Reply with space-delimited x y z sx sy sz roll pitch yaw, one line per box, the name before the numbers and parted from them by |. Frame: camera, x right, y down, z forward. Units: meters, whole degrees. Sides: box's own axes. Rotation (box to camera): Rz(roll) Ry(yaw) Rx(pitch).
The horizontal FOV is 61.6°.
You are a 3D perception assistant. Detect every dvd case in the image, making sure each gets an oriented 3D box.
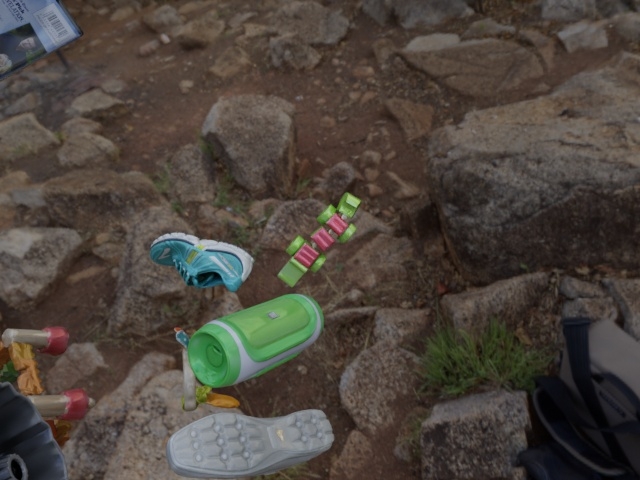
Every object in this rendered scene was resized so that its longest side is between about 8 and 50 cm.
dvd case | -0.478 -0.294 0.706 0.253 0.180 0.022 -39 24 -18

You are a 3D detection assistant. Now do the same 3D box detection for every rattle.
rattle | -0.278 0.306 1.301 0.143 0.130 0.199 -5 71 1

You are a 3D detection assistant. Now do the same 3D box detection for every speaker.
speaker | -0.118 0.192 1.078 0.131 0.131 0.296 7 12 33

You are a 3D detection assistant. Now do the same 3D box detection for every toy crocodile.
toy crocodile | 0.000 0.000 1.616 0.340 0.115 0.105 -46 6 5

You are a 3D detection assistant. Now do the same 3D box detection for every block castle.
block castle | -0.849 0.480 1.496 0.453 0.213 0.303 -43 59 14

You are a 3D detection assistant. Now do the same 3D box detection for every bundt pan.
bundt pan | -0.534 0.389 0.845 0.124 0.330 0.331 -26 38 -8

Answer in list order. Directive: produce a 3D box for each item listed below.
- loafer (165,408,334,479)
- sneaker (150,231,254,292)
loafer | -0.120 0.360 0.928 0.111 0.319 0.112 -48 47 33
sneaker | -0.287 0.053 1.230 0.275 0.107 0.110 8 61 26
